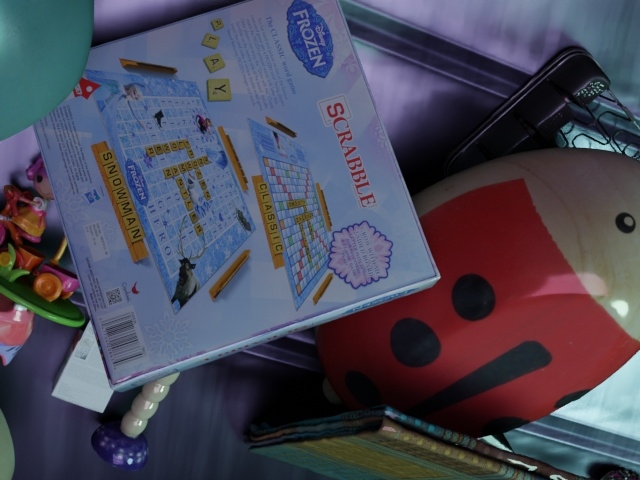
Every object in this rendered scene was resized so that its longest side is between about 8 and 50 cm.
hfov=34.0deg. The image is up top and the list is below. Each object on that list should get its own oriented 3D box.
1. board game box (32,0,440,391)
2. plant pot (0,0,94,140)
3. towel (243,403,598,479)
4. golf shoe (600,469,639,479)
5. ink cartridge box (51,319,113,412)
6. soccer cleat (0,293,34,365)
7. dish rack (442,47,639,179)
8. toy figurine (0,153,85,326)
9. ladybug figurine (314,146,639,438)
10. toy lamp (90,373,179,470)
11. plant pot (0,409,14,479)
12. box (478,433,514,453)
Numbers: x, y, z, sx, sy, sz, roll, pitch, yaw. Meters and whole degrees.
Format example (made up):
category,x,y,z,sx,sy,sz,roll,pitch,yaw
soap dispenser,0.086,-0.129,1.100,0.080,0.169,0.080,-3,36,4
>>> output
category,x,y,z,sx,sy,sz,roll,pitch,yaw
board game box,-0.089,-0.057,0.998,0.317,0.066,0.319,-17,80,-5
plant pot,-0.324,-0.217,0.874,0.292,0.293,0.235,-21,131,-1
towel,0.099,0.241,1.137,0.271,0.370,0.040,21,70,-18
golf shoe,0.429,0.375,1.386,0.186,0.067,0.086,37,118,-15
ink cartridge box,-0.250,0.132,1.174,0.062,0.029,0.115,23,107,-19
soccer cleat,-0.422,0.062,1.086,0.248,0.083,0.095,18,114,-20
dish rack,0.294,-0.051,1.173,0.208,0.074,0.271,-41,116,10
toy figurine,-0.277,-0.024,1.073,0.173,0.130,0.159,32,91,3
ladybug figurine,0.179,0.085,1.105,0.449,0.162,0.305,-36,118,28
toy lamp,-0.163,0.131,1.162,0.080,0.080,0.275,26,106,-20
plant pot,-0.431,0.230,1.076,0.191,0.284,0.284,-21,123,-41
box,0.185,0.249,1.294,0.083,0.052,0.062,37,102,-24
